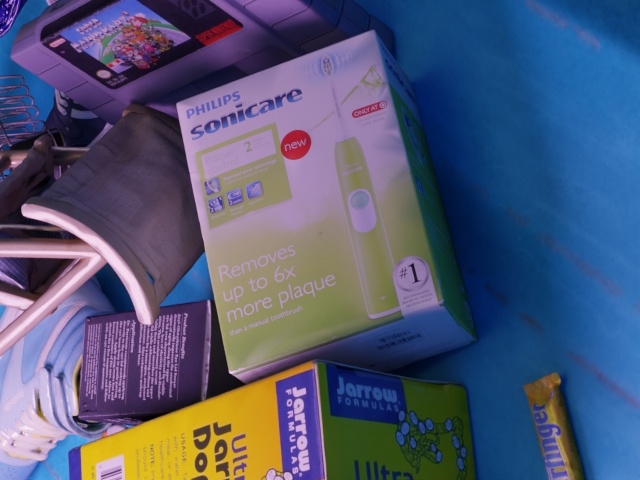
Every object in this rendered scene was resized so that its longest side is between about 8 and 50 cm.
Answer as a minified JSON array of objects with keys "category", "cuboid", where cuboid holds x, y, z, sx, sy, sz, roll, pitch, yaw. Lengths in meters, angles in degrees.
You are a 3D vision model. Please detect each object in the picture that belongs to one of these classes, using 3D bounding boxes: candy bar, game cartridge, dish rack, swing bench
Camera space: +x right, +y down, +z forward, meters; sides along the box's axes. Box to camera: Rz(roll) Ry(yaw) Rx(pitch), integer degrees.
[{"category":"candy bar","cuboid":[0.204,0.191,1.475,0.040,0.018,0.161,-32,58,39]},{"category":"game cartridge","cuboid":[-0.130,-0.196,1.768,0.355,0.230,0.068,-18,53,44]},{"category":"dish rack","cuboid":[-0.360,-0.093,2.058,0.271,0.074,0.208,-123,29,-46]},{"category":"swing bench","cuboid":[-0.249,-0.013,1.768,0.254,0.253,0.165,-19,108,26]}]

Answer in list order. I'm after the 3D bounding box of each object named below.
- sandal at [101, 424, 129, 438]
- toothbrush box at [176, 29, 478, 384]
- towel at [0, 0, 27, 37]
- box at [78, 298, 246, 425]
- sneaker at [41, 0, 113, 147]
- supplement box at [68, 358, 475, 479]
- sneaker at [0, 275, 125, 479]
[{"category":"sandal","cuboid":[-0.212,0.278,1.872,0.265,0.076,0.102,125,145,-52]},{"category":"toothbrush box","cuboid":[0.004,-0.019,1.609,0.206,0.122,0.283,-18,63,14]},{"category":"towel","cuboid":[-0.324,-0.388,2.033,0.228,0.076,0.308,-49,18,27]},{"category":"box","cuboid":[-0.120,0.129,1.740,0.207,0.153,0.108,-10,73,45]},{"category":"sneaker","cuboid":[-0.274,-0.195,1.979,0.282,0.153,0.099,-39,54,35]},{"category":"supplement box","cuboid":[-0.049,0.253,1.601,0.356,0.194,0.195,-24,64,42]},{"category":"sneaker","cuboid":[-0.305,0.198,1.945,0.208,0.127,0.319,38,110,46]}]
